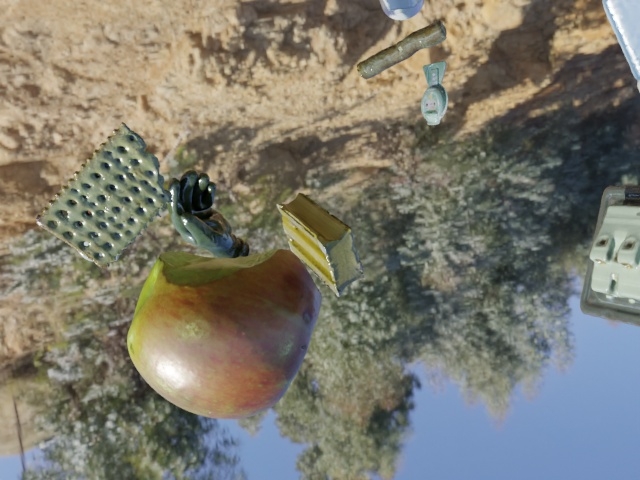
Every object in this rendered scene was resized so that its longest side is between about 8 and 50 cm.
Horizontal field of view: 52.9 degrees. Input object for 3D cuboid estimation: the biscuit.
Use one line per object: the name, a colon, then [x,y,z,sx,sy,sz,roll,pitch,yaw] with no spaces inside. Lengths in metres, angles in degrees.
biscuit: [-0.315,-0.061,0.982,0.203,0.144,0.016,-45,-152,4]

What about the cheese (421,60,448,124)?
cheese: [0.223,-0.287,1.261,0.026,0.120,0.067,-3,-176,-41]

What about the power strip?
power strip: [0.561,0.022,1.106,0.092,0.251,0.257,21,175,-28]

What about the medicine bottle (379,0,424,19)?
medicine bottle: [0.165,-0.602,1.400,0.111,0.161,0.296,-2,167,11]

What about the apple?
apple: [-0.126,0.101,0.838,0.226,0.246,0.246,24,-177,-7]

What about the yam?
yam: [0.217,-0.509,1.731,0.253,0.061,0.061,-23,180,24]

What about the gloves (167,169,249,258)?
gloves: [-0.236,-0.037,1.321,0.107,0.268,0.135,-17,-134,7]

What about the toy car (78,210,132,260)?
toy car: [-0.426,-0.014,1.266,0.139,0.112,0.112,-42,-164,30]

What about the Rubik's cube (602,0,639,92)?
Rubik's cube: [0.589,-0.263,0.763,0.344,0.347,0.346,-19,-158,43]

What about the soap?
soap: [-0.001,0.001,1.326,0.076,0.135,0.233,-26,-147,-14]
